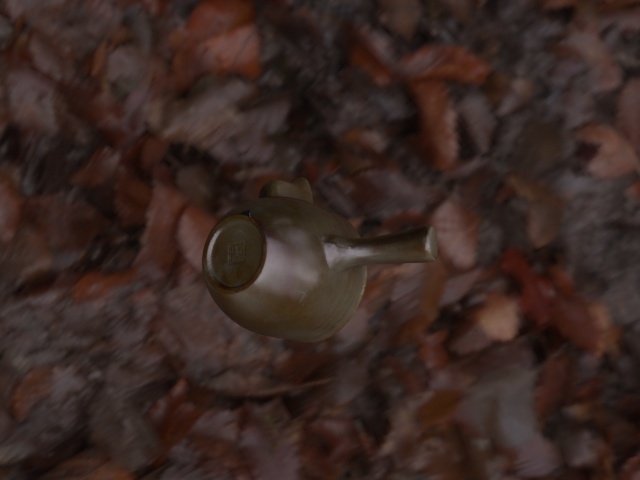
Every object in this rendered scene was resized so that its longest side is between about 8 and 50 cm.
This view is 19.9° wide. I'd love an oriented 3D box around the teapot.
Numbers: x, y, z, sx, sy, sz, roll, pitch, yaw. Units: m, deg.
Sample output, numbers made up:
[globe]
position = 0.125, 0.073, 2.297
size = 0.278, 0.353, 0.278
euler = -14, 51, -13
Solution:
[teapot]
position = 0.000, 0.000, 0.860
size = 0.080, 0.110, 0.085
euler = 17, 64, -53
